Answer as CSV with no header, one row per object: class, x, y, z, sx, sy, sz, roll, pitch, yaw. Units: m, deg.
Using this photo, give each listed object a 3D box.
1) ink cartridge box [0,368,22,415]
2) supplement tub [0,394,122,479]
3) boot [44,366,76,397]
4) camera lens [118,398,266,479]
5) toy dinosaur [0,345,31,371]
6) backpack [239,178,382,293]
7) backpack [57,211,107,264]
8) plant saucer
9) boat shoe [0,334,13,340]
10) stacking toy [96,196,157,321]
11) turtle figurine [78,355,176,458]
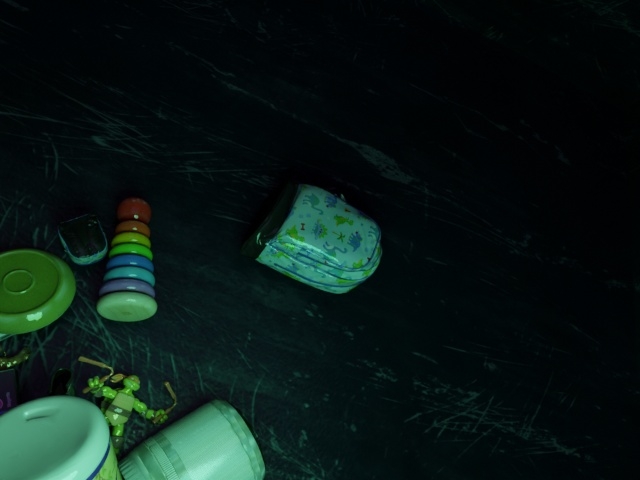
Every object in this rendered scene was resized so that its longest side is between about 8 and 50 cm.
ink cartridge box,-0.798,0.389,1.072,0.371,0.069,0.176,-11,76,-24
supplement tub,-0.494,0.487,1.008,0.241,0.331,0.241,-1,29,0
boot,-0.573,0.403,1.144,0.083,0.161,0.246,8,63,-19
camera lens,-0.275,0.501,1.189,0.274,0.219,0.219,-26,78,-31
toy dinosaur,-0.741,0.297,1.182,0.112,0.064,0.211,44,58,0
backpack,0.000,0.000,1.549,0.355,0.273,0.290,40,50,-16
backpack,-0.596,0.005,1.369,0.105,0.084,0.114,-23,72,-29
plant saucer,-0.707,0.105,1.270,0.241,0.037,0.241,10,51,-12
boat shoe,-0.717,0.197,1.249,0.142,0.049,0.040,-26,78,-28
stacking toy,-0.486,0.031,1.382,0.141,0.141,0.330,4,61,-21
turtle figurine,-0.476,0.389,1.227,0.269,0.087,0.217,42,59,-36
